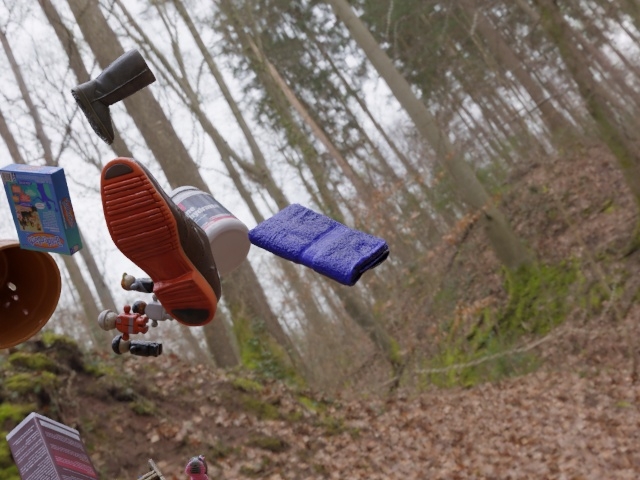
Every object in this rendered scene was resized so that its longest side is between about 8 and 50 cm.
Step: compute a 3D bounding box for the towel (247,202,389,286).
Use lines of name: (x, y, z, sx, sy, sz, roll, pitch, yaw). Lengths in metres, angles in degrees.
towel: (0.000, 0.000, 1.808, 0.228, 0.308, 0.076, -32, -42, -56)

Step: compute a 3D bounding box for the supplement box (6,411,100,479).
supplement box: (-0.467, 0.434, 1.297, 0.073, 0.239, 0.130, -43, -40, -3)

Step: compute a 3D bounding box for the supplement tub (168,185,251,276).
supplement tub: (-0.352, -0.032, 2.156, 0.191, 0.272, 0.191, -25, -46, -29)

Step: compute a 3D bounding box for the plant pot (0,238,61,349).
plant pot: (-0.865, 0.114, 1.885, 0.291, 0.204, 0.290, -29, -50, -42)

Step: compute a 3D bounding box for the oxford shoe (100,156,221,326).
oxford shoe: (-0.218, -0.008, 1.004, 0.097, 0.098, 0.271, -10, -58, 18)

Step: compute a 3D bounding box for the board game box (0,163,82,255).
board game box: (-0.663, -0.073, 1.702, 0.047, 0.160, 0.210, -49, -40, -56)

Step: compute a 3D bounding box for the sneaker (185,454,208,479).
sneaker: (-0.280, 0.514, 1.642, 0.047, 0.057, 0.119, 3, -39, 0)

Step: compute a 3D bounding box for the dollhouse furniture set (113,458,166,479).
dollhouse furniture set: (-0.539, 0.774, 2.153, 0.129, 0.129, 0.183, -25, -29, -34)

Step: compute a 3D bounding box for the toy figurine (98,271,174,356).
toy figurine: (-0.532, 0.219, 2.084, 0.148, 0.209, 0.213, 5, -37, 12)

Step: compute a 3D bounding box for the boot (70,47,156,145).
boot: (-0.526, -0.379, 1.893, 0.208, 0.076, 0.189, -39, -56, -26)
